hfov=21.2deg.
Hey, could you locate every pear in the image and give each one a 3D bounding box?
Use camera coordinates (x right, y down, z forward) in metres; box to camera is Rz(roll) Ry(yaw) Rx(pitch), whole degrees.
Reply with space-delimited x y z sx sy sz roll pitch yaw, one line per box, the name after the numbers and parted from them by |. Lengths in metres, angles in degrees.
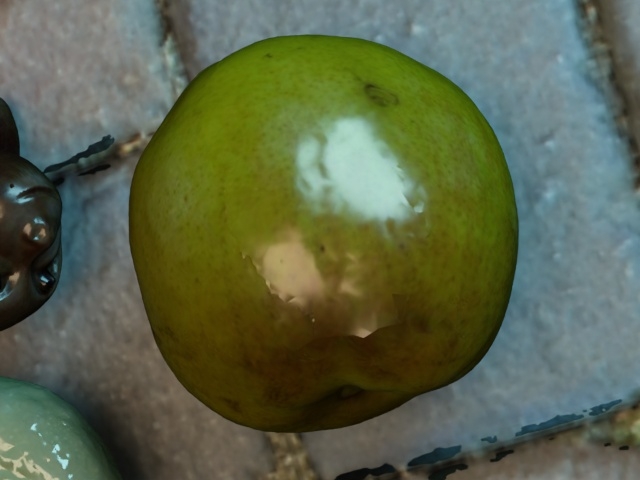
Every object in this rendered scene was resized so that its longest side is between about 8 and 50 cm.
0.000 0.000 0.829 0.200 0.200 0.200 0 92 16 | pear

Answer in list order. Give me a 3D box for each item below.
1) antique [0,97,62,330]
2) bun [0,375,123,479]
-0.252 0.008 0.939 0.256 0.121 0.143 -15 94 17 | antique
-0.183 0.179 0.918 0.204 0.126 0.212 45 95 11 | bun
